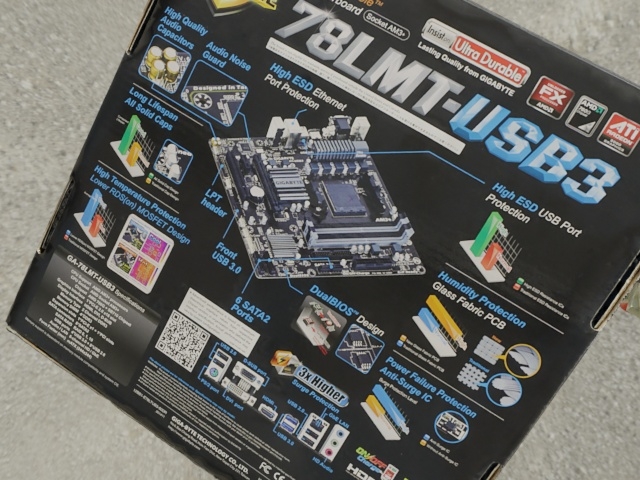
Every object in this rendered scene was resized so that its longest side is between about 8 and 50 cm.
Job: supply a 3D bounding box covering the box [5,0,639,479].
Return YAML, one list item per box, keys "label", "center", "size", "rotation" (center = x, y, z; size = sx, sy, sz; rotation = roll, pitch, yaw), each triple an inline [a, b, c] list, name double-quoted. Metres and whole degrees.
- label: "box"
  center: [0.000, 0.000, 0.357]
  size: [0.295, 0.073, 0.293]
  rotation: [31, 102, 11]

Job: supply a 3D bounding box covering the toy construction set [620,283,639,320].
- label: "toy construction set"
  center: [0.436, 0.048, 0.710]
  size: [0.151, 0.328, 0.215]
  rotation: [-34, 68, -16]

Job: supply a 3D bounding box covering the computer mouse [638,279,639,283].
- label: "computer mouse"
  center: [0.171, -0.003, 0.444]
  size: [0.261, 0.060, 0.184]
  rotation: [25, 90, 6]
